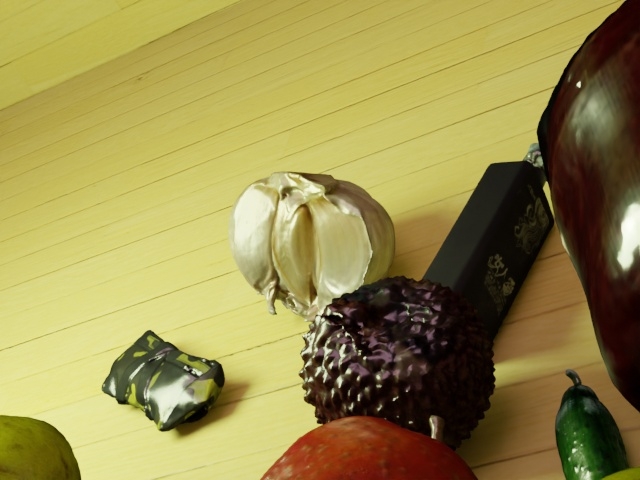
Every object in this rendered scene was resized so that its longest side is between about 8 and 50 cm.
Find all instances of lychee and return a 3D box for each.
[{"bbox_3d":[0.075,0.127,1.110,0.188,0.188,0.188,-25,27,14],"label":"lychee"}]

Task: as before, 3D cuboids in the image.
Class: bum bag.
[{"bbox_3d":[-0.194,0.171,1.448,0.107,0.060,0.232,-50,28,-15],"label":"bum bag"}]

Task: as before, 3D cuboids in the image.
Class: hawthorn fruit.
[{"bbox_3d":[0.045,0.231,0.937,0.205,0.205,0.253,1,36,47],"label":"hawthorn fruit"}]

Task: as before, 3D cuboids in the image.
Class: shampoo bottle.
[{"bbox_3d":[0.192,-0.003,1.292,0.071,0.098,0.309,-8,35,39],"label":"shampoo bottle"}]

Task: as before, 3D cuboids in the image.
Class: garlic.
[{"bbox_3d":[0.000,0.000,1.465,0.229,0.178,0.142,12,16,32],"label":"garlic"}]

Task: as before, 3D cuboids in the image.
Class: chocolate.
[{"bbox_3d":[0.360,0.008,0.878,0.383,0.384,0.331,-20,45,22],"label":"chocolate"}]

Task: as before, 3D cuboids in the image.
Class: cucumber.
[{"bbox_3d":[0.229,0.191,0.973,0.056,0.056,0.250,-25,29,13],"label":"cucumber"}]

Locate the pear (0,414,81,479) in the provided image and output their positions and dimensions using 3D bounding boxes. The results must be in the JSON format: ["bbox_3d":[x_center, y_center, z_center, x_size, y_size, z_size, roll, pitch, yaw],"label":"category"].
[{"bbox_3d":[-0.361,0.310,1.172,0.269,0.269,0.321,-14,19,31],"label":"pear"}]

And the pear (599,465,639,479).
[{"bbox_3d":[0.212,0.253,0.783,0.216,0.166,0.180,-48,30,28],"label":"pear"}]
